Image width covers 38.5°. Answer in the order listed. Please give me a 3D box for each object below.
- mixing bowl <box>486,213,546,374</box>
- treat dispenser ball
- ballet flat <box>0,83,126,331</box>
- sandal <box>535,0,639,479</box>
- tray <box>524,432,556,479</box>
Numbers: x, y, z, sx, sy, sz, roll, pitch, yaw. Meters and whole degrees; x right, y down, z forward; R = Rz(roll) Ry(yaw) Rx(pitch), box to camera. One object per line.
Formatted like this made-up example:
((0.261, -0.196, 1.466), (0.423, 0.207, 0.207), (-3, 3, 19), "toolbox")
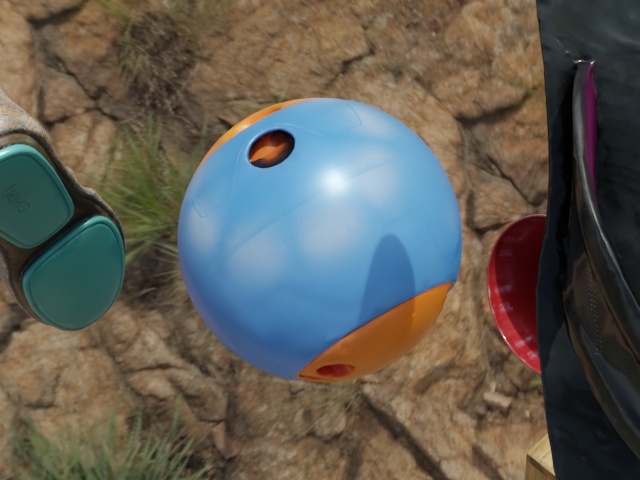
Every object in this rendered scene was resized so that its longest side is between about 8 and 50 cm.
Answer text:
((0.280, 0.054, 1.009), (0.181, 0.098, 0.182), (22, 118, 51), "mixing bowl")
((0.000, 0.000, 0.933), (0.288, 0.288, 0.288), (0, 92, 13), "treat dispenser ball")
((-0.227, -0.029, 0.713), (0.107, 0.316, 0.106), (-36, 70, -18), "ballet flat")
((0.153, -0.007, 0.347), (0.167, 0.107, 0.446), (-11, 89, 18), "sandal")
((0.395, 0.190, 1.044), (0.411, 0.203, 0.076), (-34, 50, -22), "tray")
